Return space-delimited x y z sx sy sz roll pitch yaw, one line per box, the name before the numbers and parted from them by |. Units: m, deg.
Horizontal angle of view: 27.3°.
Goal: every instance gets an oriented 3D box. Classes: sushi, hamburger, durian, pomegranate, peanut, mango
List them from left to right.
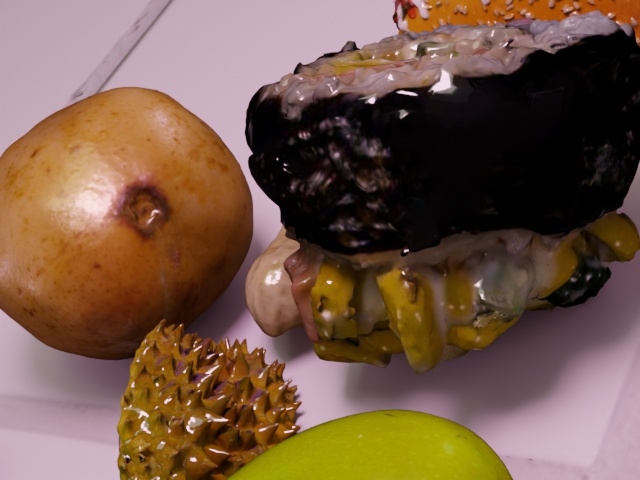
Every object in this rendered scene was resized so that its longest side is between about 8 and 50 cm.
pomegranate | -0.211 -0.015 1.347 0.307 0.307 0.307 -19 37 15
durian | -0.115 0.163 1.173 0.153 0.186 0.261 -25 48 19
mango | -0.012 0.238 0.995 0.343 0.156 0.192 -21 35 16
peanut | 0.000 0.000 1.308 0.110 0.120 0.236 32 54 9
sushi | 0.124 -0.035 1.124 0.328 0.285 0.328 0 16 40
hamburger | 0.219 -0.225 1.344 0.295 0.227 0.151 -11 18 26
